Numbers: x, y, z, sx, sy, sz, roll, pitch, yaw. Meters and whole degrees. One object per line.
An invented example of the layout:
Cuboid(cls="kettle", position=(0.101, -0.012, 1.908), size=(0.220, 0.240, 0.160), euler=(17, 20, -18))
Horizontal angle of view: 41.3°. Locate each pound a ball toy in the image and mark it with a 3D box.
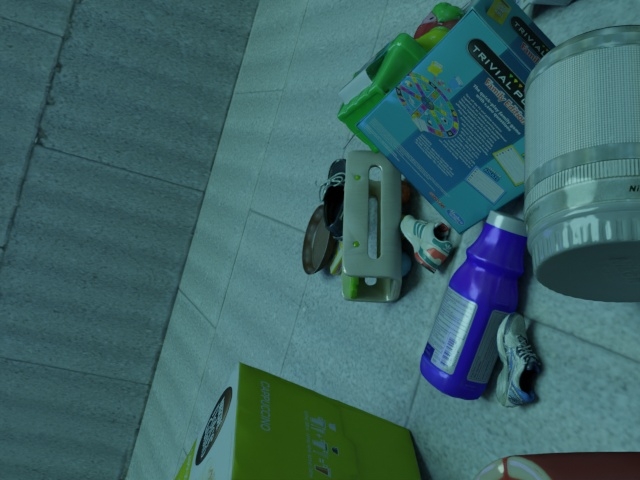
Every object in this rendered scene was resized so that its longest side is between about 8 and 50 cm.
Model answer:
Cuboid(cls="pound a ball toy", position=(0.112, -0.030, 1.699), size=(0.208, 0.135, 0.319), euler=(90, -177, -62))

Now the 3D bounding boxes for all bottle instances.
Cuboid(cls="bottle", position=(0.242, 0.096, 1.294), size=(0.283, 0.092, 0.118), euler=(-71, 22, 9))

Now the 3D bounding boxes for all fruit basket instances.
Cuboid(cls="fruit basket", position=(0.185, -0.344, 1.584), size=(0.353, 0.165, 0.327), euler=(-58, 12, -19))

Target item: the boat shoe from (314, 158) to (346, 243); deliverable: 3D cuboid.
Cuboid(cls="boat shoe", position=(0.040, -0.101, 1.905), size=(0.095, 0.079, 0.254), euler=(-30, 40, 33))

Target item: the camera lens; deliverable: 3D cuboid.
Cuboid(cls="camera lens", position=(0.346, -0.089, 0.979), size=(0.219, 0.219, 0.274), euler=(145, 136, -59))

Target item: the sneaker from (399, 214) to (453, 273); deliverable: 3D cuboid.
Cuboid(cls="sneaker", position=(0.199, -0.010, 1.544), size=(0.075, 0.057, 0.161), euler=(-47, 28, 18))

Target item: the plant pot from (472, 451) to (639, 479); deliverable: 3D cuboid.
Cuboid(cls="plant pot", position=(0.279, 0.329, 0.840), size=(0.275, 0.243, 0.275), euler=(-166, 90, -69))

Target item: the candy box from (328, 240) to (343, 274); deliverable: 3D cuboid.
Cuboid(cls="candy box", position=(0.042, -0.028, 1.965), size=(0.105, 0.027, 0.206), euler=(-56, 28, 36))

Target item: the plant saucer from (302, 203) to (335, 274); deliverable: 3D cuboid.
Cuboid(cls="plant saucer", position=(0.000, 0.000, 1.979), size=(0.168, 0.029, 0.168), euler=(-167, 90, -69))

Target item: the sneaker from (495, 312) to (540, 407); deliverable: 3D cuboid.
Cuboid(cls="sneaker", position=(0.287, 0.169, 1.206), size=(0.058, 0.052, 0.135), euler=(-16, 68, 55))

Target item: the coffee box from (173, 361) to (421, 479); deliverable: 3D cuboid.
Cuboid(cls="coffee box", position=(-0.056, 0.457, 1.348), size=(0.334, 0.338, 0.338), euler=(-61, 13, 19))

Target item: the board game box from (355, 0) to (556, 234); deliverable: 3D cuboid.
Cuboid(cls="board game box", position=(0.237, -0.180, 1.280), size=(0.079, 0.254, 0.336), euler=(-46, 4, -34))

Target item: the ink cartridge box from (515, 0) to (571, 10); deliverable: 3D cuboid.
Cuboid(cls="ink cartridge box", position=(0.401, -0.544, 1.304), size=(0.330, 0.071, 0.324), euler=(131, 149, -81))
